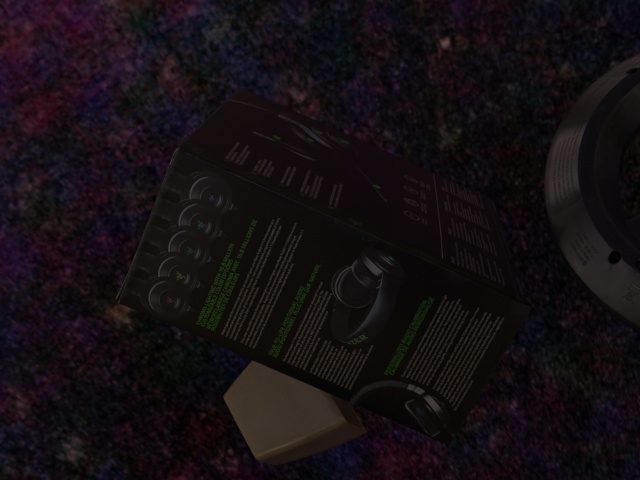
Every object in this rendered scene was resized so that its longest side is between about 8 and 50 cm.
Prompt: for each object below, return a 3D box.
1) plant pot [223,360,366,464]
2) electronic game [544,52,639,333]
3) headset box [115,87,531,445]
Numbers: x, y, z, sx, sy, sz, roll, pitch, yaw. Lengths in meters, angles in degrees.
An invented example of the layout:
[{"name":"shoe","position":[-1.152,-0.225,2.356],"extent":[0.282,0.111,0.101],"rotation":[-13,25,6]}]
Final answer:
[{"name":"plant pot","position":[-0.031,0.164,0.853],"extent":[0.096,0.109,0.109],"rotation":[-33,68,1]},{"name":"electronic game","position":[0.252,-0.034,0.516],"extent":[0.229,0.048,0.229],"rotation":[-7,60,12]},{"name":"headset box","position":[0.000,0.000,0.700],"extent":[0.246,0.283,0.131],"rotation":[-78,13,-70]}]
